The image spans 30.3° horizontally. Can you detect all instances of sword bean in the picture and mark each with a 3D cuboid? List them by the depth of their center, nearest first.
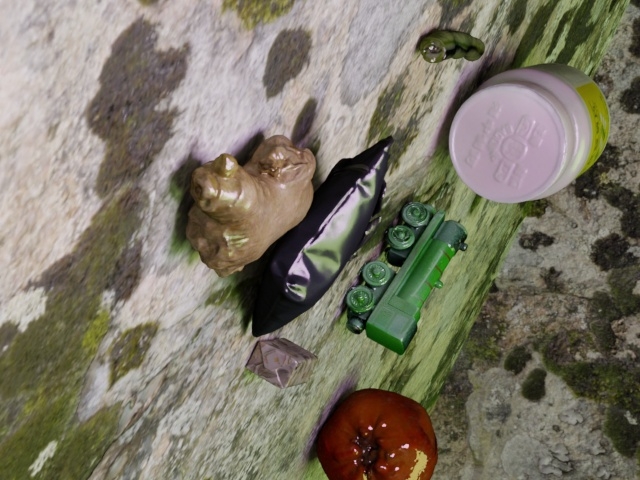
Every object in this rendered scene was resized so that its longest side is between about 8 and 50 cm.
[{"bbox_3d":[0.184,-0.261,1.597,0.269,0.038,0.043,-23,132,-69],"label":"sword bean"}]

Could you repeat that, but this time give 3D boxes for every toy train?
[{"bbox_3d":[0.133,0.052,1.809,0.251,0.119,0.085,-55,162,-23],"label":"toy train"}]

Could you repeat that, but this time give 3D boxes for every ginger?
[{"bbox_3d":[-0.070,-0.026,1.090,0.213,0.074,0.137,-33,142,-69],"label":"ginger"}]

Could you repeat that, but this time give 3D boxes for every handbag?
[{"bbox_3d":[0.000,0.000,1.297,0.211,0.089,0.254,-56,179,-17],"label":"handbag"}]

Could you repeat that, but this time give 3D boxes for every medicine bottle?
[{"bbox_3d":[0.346,-0.179,1.936,0.379,0.214,0.213,-27,141,-65],"label":"medicine bottle"}]

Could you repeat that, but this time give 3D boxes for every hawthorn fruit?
[{"bbox_3d":[0.100,0.368,2.109,0.211,0.211,0.299,-61,177,-8],"label":"hawthorn fruit"}]

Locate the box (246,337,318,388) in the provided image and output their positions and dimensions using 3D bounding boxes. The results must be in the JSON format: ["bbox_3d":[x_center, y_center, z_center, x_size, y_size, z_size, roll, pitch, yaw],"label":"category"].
[{"bbox_3d":[-0.047,0.155,1.491,0.045,0.062,0.098,-63,166,7],"label":"box"}]
